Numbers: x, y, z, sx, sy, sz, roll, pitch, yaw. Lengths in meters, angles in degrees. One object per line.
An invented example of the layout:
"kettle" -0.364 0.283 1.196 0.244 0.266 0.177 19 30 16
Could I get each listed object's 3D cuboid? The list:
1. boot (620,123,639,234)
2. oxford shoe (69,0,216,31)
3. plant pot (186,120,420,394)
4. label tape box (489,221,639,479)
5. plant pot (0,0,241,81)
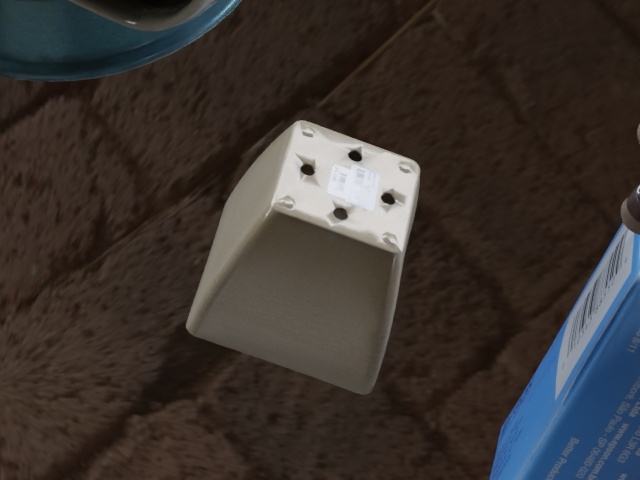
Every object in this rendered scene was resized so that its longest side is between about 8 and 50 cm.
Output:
"boot" 0.157 -0.027 0.698 0.118 0.087 0.042 0 67 -32
"oxford shoe" -0.190 -0.198 0.512 0.449 0.169 0.130 24 52 -14
"plant pot" 0.000 0.000 0.897 0.109 0.096 0.109 19 45 -5
"label tape box" 0.308 0.134 1.013 0.348 0.249 0.115 20 40 -3
"plant pot" -0.225 -0.365 1.349 0.341 0.334 0.341 -2 54 2
